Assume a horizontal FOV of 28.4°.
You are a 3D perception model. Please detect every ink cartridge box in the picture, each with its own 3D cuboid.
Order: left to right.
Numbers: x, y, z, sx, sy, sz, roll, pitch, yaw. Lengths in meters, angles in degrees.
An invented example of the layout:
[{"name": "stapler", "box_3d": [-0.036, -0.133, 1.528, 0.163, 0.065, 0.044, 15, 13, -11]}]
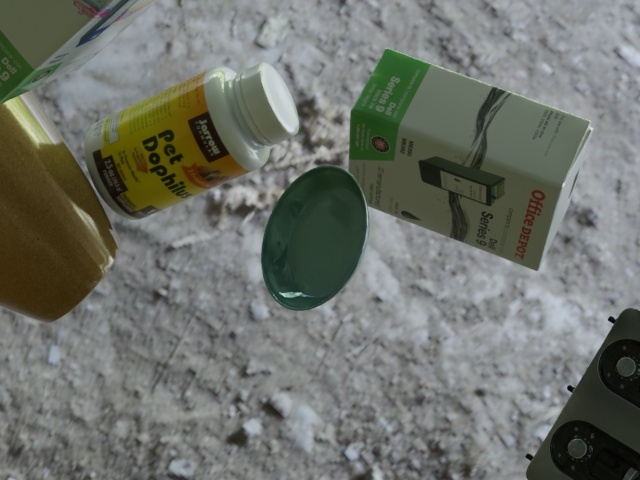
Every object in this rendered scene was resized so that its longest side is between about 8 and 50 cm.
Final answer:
[{"name": "ink cartridge box", "box_3d": [-0.189, -0.220, 1.033, 0.093, 0.212, 0.154, 50, 22, -5]}, {"name": "ink cartridge box", "box_3d": [0.190, -0.104, 1.669, 0.289, 0.211, 0.121, 21, 60, 13]}]

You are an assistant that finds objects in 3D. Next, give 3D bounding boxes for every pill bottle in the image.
[{"name": "pill bottle", "box_3d": [-0.135, -0.110, 1.345, 0.117, 0.215, 0.117, 54, 23, -35]}]

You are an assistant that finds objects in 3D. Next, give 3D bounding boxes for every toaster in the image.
[{"name": "toaster", "box_3d": [0.267, 0.158, 1.057, 0.110, 0.185, 0.168, 32, 92, 25]}]

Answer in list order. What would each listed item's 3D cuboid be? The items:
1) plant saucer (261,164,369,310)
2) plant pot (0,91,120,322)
[{"name": "plant saucer", "box_3d": [0.000, 0.000, 1.004, 0.021, 0.119, 0.119, 21, 53, -41]}, {"name": "plant pot", "box_3d": [-0.333, -0.042, 1.290, 0.254, 0.237, 0.237, 44, 52, -21]}]
